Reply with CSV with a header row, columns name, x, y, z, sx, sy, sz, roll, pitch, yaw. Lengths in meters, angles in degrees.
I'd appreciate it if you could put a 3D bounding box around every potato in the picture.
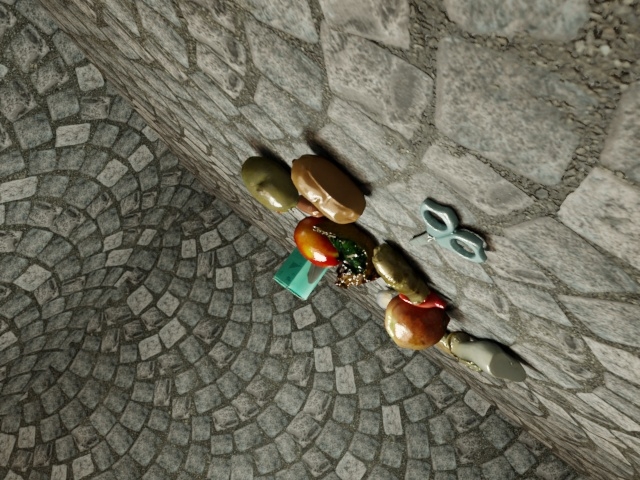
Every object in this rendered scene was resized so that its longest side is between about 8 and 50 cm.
name,x,y,z,sx,sy,sz,roll,pitch,yaw
potato,-0.174,-0.198,1.607,0.251,0.159,0.174,50,-162,7

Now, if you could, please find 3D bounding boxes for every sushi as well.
name,x,y,z,sx,sy,sz,roll,pitch,yaw
sushi,0.108,0.025,1.603,0.287,0.140,0.149,41,176,-18

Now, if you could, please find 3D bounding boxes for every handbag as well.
name,x,y,z,sx,sy,sz,roll,pitch,yaw
handbag,0.338,0.277,2.101,0.117,0.095,0.173,47,161,-17

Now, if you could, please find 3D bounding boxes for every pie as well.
name,x,y,z,sx,sy,sz,roll,pitch,yaw
pie,0.628,0.509,2.130,0.337,0.075,0.337,38,176,3

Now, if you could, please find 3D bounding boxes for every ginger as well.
name,x,y,z,sx,sy,sz,roll,pitch,yaw
ginger,0.271,0.119,1.523,0.263,0.109,0.116,43,167,-29

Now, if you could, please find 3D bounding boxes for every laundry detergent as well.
name,x,y,z,sx,sy,sz,roll,pitch,yaw
laundry detergent,0.373,0.206,1.612,0.165,0.097,0.049,22,139,36

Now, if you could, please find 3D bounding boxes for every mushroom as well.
name,x,y,z,sx,sy,sz,roll,pitch,yaw
mushroom,0.610,0.438,1.707,0.159,0.122,0.328,51,169,-14

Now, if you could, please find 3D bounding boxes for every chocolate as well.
name,x,y,z,sx,sy,sz,roll,pitch,yaw
chocolate,0.141,0.137,1.911,0.206,0.177,0.224,28,167,49

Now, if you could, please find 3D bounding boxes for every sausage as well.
name,x,y,z,sx,sy,sz,roll,pitch,yaw
sausage,-0.032,-0.126,1.673,0.065,0.065,0.169,45,171,-34
sausage,0.019,-0.142,1.220,0.241,0.120,0.136,42,159,-15

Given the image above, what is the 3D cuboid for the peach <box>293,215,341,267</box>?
name,x,y,z,sx,sy,sz,roll,pitch,yaw
peach,0.000,0.000,1.765,0.226,0.190,0.196,30,-165,25

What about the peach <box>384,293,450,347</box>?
name,x,y,z,sx,sy,sz,roll,pitch,yaw
peach,0.383,0.305,1.719,0.232,0.256,0.233,171,90,-80

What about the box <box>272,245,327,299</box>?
name,x,y,z,sx,sy,sz,roll,pitch,yaw
box,-0.059,0.104,2.085,0.118,0.311,0.205,41,170,-24

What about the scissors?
name,x,y,z,sx,sy,sz,roll,pitch,yaw
scissors,0.283,-0.012,1.120,0.191,0.029,0.360,43,173,-2
